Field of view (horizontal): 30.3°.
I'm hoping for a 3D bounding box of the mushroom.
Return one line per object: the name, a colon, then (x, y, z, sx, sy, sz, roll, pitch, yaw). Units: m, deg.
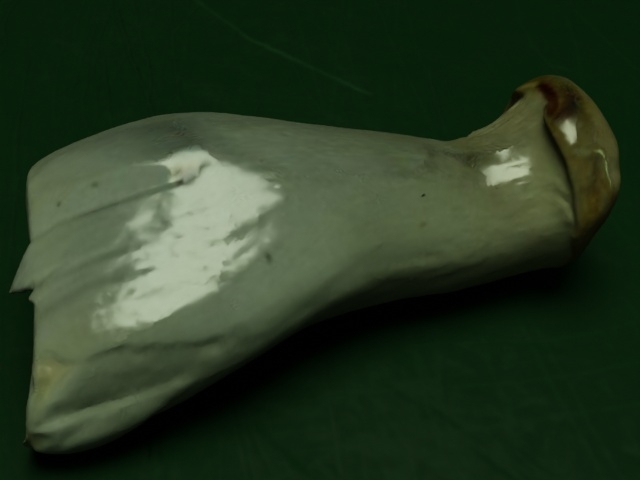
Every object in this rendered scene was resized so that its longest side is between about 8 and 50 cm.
mushroom: (0.000, 0.000, 0.612, 0.328, 0.122, 0.159, -12, 78, -13)
